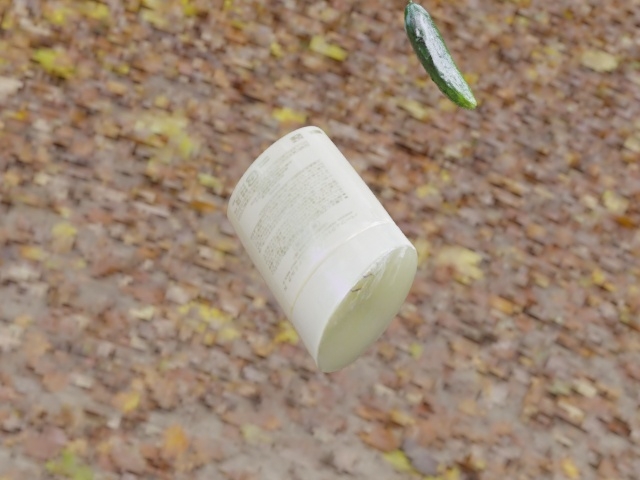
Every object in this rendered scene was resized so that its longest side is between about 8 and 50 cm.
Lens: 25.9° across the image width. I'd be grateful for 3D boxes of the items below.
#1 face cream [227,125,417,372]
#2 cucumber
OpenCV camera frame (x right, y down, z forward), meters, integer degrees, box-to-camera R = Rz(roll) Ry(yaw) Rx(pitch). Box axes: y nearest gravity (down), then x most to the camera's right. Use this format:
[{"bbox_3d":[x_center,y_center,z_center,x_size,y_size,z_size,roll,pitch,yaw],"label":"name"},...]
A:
[{"bbox_3d":[0.000,0.000,1.666,0.081,0.173,0.348,37,10,-36],"label":"face cream"},{"bbox_3d":[0.132,-0.218,1.628,0.039,0.039,0.168,-10,67,-46],"label":"cucumber"}]
